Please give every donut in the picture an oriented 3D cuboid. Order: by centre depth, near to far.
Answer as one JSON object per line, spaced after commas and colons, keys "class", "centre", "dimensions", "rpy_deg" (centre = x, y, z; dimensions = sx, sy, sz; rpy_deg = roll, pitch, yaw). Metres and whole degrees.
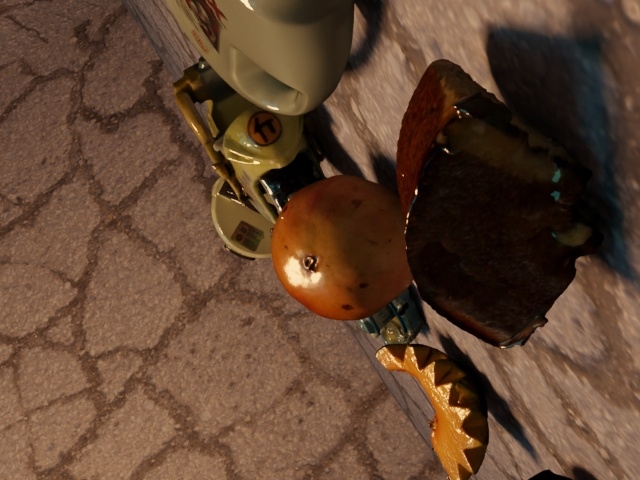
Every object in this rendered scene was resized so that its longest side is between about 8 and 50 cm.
{"class": "donut", "centre": [0.104, -0.029, 0.541], "dimensions": [0.187, 0.144, 0.126], "rpy_deg": [32, -152, -28]}

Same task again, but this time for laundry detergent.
{"class": "laundry detergent", "centre": [-0.049, -0.234, 0.719], "dimensions": [0.263, 0.125, 0.398], "rpy_deg": [60, 171, -15]}

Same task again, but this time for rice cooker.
{"class": "rice cooker", "centre": [-0.128, -0.065, 1.676], "dimensions": [0.226, 0.226, 0.244], "rpy_deg": [57, 171, -5]}

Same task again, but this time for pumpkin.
{"class": "pumpkin", "centre": [0.219, 0.240, 1.232], "dimensions": [0.254, 0.149, 0.130], "rpy_deg": [58, 132, 29]}

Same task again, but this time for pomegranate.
{"class": "pomegranate", "centre": [0.034, 0.005, 0.980], "dimensions": [0.191, 0.191, 0.191], "rpy_deg": [56, 173, 10]}

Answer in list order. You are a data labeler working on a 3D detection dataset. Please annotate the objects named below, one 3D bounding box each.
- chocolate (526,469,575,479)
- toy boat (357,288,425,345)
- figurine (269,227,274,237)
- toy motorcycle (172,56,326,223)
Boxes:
{"class": "chocolate", "centre": [0.294, 0.378, 0.969], "dimensions": [0.176, 0.177, 0.177], "rpy_deg": [56, 173, 10]}
{"class": "toy boat", "centre": [0.109, 0.132, 1.343], "dimensions": [0.109, 0.098, 0.238], "rpy_deg": [45, 172, 30]}
{"class": "figurine", "centre": [0.000, 0.000, 1.373], "dimensions": [0.250, 0.141, 0.166], "rpy_deg": [47, 167, 53]}
{"class": "toy motorcycle", "centre": [-0.098, -0.156, 1.225], "dimensions": [0.410, 0.169, 0.237], "rpy_deg": [49, 169, 49]}
